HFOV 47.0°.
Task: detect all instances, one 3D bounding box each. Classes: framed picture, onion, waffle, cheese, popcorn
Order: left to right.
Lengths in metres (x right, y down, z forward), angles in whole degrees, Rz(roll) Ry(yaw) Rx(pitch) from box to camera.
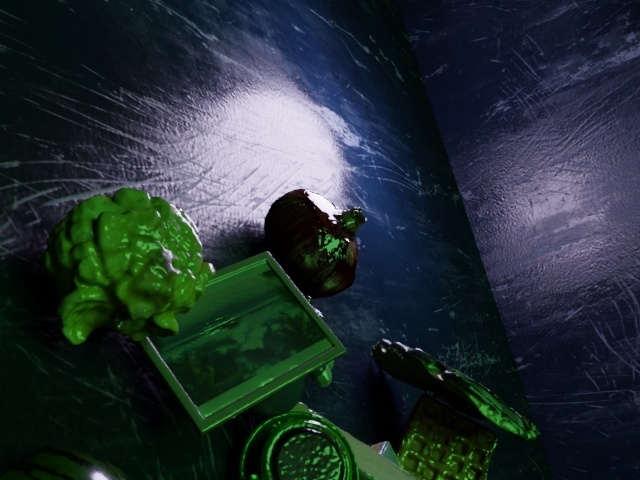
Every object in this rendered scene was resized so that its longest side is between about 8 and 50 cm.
[{"bbox_3d":[-0.264,0.046,1.017,0.235,0.181,0.217,34,40,-34],"label":"popcorn"},{"bbox_3d":[-0.131,0.148,1.165,0.314,0.024,0.232,-22,65,-45],"label":"framed picture"},{"bbox_3d":[0.000,0.000,1.546,0.252,0.219,0.252,54,19,-28],"label":"onion"},{"bbox_3d":[0.028,0.366,1.310,0.400,0.034,0.085,33,23,0],"label":"cheese"},{"bbox_3d":[0.254,0.506,1.603,0.212,0.091,0.308,29,48,4],"label":"waffle"}]

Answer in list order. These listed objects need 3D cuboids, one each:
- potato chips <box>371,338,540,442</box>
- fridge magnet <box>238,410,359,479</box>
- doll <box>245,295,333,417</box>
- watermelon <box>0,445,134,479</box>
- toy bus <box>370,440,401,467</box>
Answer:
[{"bbox_3d":[0.305,0.351,1.692,0.070,0.429,0.358,-59,171,-12],"label":"potato chips"},{"bbox_3d":[-0.031,0.379,1.203,0.207,0.088,0.208,11,55,-16],"label":"fridge magnet"},{"bbox_3d":[-0.087,0.199,1.282,0.228,0.154,0.258,37,42,6],"label":"doll"},{"bbox_3d":[-0.260,0.377,0.778,0.330,0.189,0.331,37,40,-38],"label":"watermelon"},{"bbox_3d":[0.055,0.494,1.350,0.109,0.135,0.329,67,25,-3],"label":"toy bus"}]
